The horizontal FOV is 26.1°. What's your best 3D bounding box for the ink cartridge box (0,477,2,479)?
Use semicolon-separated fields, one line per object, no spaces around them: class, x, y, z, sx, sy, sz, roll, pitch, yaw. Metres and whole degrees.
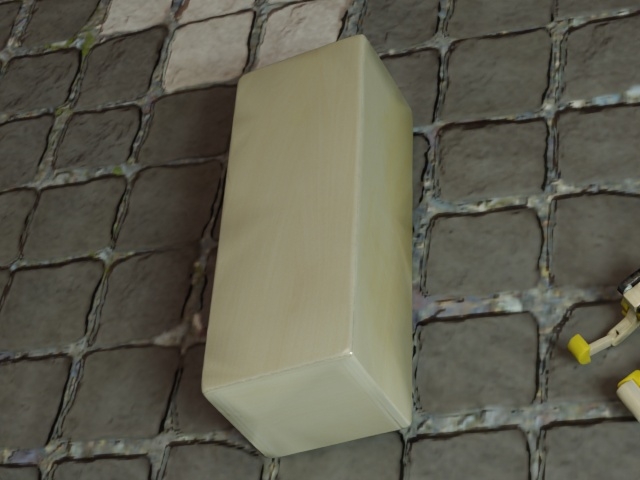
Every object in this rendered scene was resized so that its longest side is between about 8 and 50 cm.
ink cartridge box;-0.267;0.213;0.644;0.279;0.160;0.384;-15;16;-23

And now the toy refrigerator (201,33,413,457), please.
toy refrigerator;0.000;0.000;0.903;0.102;0.094;0.269;-17;46;22

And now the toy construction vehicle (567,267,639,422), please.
toy construction vehicle;0.204;0.059;0.797;0.098;0.035;0.086;-38;57;-4
